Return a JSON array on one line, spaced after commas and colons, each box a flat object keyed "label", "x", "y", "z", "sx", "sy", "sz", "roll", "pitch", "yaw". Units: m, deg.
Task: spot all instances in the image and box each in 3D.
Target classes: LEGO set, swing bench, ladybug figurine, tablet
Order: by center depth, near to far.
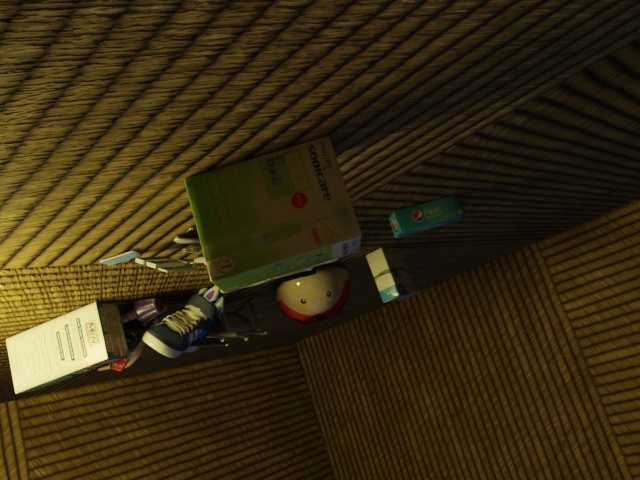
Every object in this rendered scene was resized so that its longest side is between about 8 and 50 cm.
[{"label": "tablet", "x": -0.467, "y": 0.041, "z": 1.439, "sx": 0.083, "sy": 0.006, "sz": 0.054, "roll": -17, "pitch": 166, "yaw": 2}, {"label": "LEGO set", "x": -0.289, "y": 0.036, "z": 1.459, "sx": 0.244, "sy": 0.060, "sz": 0.182, "roll": -2, "pitch": -173, "yaw": -38}, {"label": "swing bench", "x": -0.374, "y": 0.307, "z": 2.251, "sx": 0.254, "sy": 0.165, "sz": 0.253, "roll": -22, "pitch": 166, "yaw": 18}, {"label": "ladybug figurine", "x": -0.020, "y": 0.219, "z": 2.349, "sx": 0.305, "sy": 0.162, "sz": 0.449, "roll": -18, "pitch": 166, "yaw": 0}]

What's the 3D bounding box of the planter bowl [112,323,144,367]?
[{"label": "planter bowl", "x": -0.678, "y": 0.332, "z": 2.037, "sx": 0.162, "sy": 0.162, "sz": 0.109, "roll": -24, "pitch": 141, "yaw": 23}]

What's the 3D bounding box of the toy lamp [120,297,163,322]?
[{"label": "toy lamp", "x": -0.610, "y": 0.239, "z": 1.891, "sx": 0.274, "sy": 0.080, "sz": 0.080, "roll": -19, "pitch": 166, "yaw": 16}]

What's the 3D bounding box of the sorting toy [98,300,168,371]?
[{"label": "sorting toy", "x": -0.604, "y": 0.291, "z": 1.932, "sx": 0.132, "sy": 0.275, "sz": 0.046, "roll": 4, "pitch": 140, "yaw": 38}]

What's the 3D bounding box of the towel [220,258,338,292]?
[{"label": "towel", "x": -0.136, "y": 0.090, "z": 1.842, "sx": 0.331, "sy": 0.054, "sz": 0.317, "roll": -14, "pitch": 175, "yaw": -18}]

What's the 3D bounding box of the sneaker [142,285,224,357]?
[{"label": "sneaker", "x": -0.413, "y": 0.234, "z": 1.933, "sx": 0.236, "sy": 0.130, "sz": 0.323, "roll": -58, "pitch": 166, "yaw": 0}]

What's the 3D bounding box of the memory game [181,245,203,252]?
[{"label": "memory game", "x": -0.250, "y": 0.017, "z": 1.507, "sx": 0.186, "sy": 0.012, "sz": 0.186, "roll": -6, "pitch": 177, "yaw": 0}]

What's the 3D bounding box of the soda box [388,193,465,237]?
[{"label": "soda box", "x": 0.315, "y": -0.072, "z": 1.823, "sx": 0.210, "sy": 0.071, "sz": 0.067, "roll": -14, "pitch": 167, "yaw": -13}]

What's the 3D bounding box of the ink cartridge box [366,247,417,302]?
[{"label": "ink cartridge box", "x": 0.265, "y": 0.127, "z": 2.280, "sx": 0.082, "sy": 0.191, "sz": 0.139, "roll": -29, "pitch": 162, "yaw": 35}]

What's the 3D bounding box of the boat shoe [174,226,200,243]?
[{"label": "boat shoe", "x": -0.282, "y": -0.013, "z": 1.393, "sx": 0.046, "sy": 0.038, "sz": 0.125, "roll": -8, "pitch": 175, "yaw": 38}]

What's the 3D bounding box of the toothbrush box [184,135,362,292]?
[{"label": "toothbrush box", "x": -0.086, "y": -0.047, "z": 1.155, "sx": 0.283, "sy": 0.206, "sz": 0.122, "roll": -16, "pitch": 166, "yaw": -3}]

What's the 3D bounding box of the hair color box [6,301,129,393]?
[{"label": "hair color box", "x": -0.748, "y": 0.317, "z": 1.811, "sx": 0.347, "sy": 0.174, "sz": 0.105, "roll": -22, "pitch": 166, "yaw": 17}]

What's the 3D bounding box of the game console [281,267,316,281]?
[{"label": "game console", "x": -0.080, "y": 0.091, "z": 2.096, "sx": 0.122, "sy": 0.071, "sz": 0.107, "roll": -12, "pitch": -165, "yaw": -18}]
